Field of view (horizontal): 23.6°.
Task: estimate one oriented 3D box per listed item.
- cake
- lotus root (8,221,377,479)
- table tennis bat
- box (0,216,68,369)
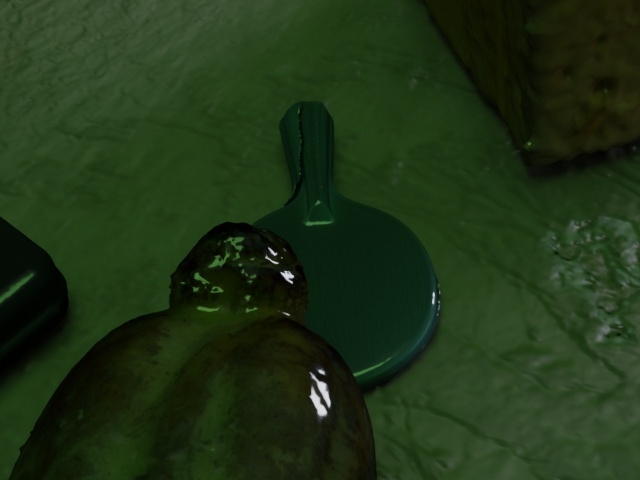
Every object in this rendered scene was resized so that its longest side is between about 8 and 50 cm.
[{"bbox_3d":[0.164,-0.230,0.910,0.222,0.227,0.286,-19,50,-8],"label":"cake"},{"bbox_3d":[-0.057,0.130,0.676,0.173,0.173,0.309,8,52,13],"label":"lotus root"},{"bbox_3d":[0.000,0.000,0.862,0.124,0.033,0.201,-6,52,-1],"label":"table tennis bat"},{"bbox_3d":[-0.266,0.057,0.831,0.160,0.050,0.230,33,61,30],"label":"box"}]
